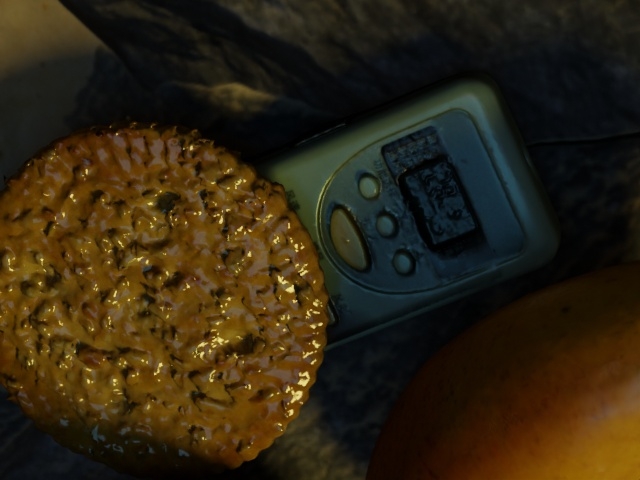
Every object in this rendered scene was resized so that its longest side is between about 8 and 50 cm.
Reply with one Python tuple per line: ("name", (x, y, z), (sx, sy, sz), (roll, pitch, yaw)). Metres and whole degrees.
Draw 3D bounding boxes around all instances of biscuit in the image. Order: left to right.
("biscuit", (-0.115, 0.043, 1.167), (0.254, 0.035, 0.254), (5, 108, 15))

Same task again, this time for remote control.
("remote control", (0.000, 0.000, 1.172), (0.296, 0.056, 0.140), (-22, 98, 17))

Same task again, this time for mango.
("mango", (0.163, 0.122, 1.067), (0.201, 0.199, 0.350), (57, 139, 12))
